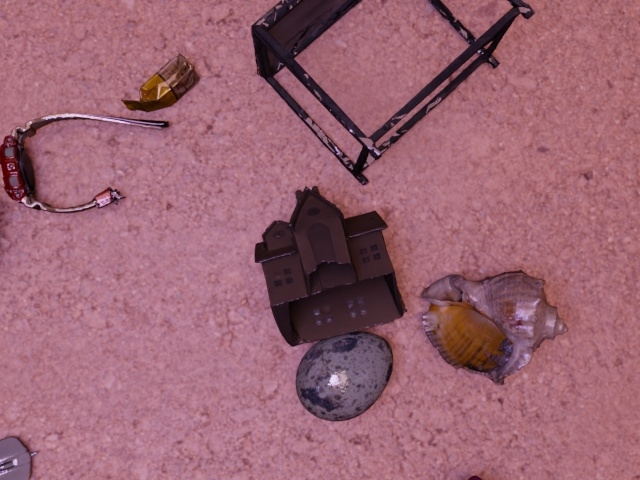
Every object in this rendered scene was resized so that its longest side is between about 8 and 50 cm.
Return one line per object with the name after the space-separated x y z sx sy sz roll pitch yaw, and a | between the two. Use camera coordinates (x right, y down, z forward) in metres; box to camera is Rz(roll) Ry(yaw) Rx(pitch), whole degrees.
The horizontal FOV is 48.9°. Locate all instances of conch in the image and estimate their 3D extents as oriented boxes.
0.272 0.131 1.139 0.245 0.163 0.178 14 65 28 | conch

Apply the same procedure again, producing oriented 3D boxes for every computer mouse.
-0.542 0.374 1.121 0.181 0.056 0.089 -19 90 -5 | computer mouse

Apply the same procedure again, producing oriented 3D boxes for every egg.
0.041 0.213 1.126 0.172 0.132 0.132 -31 86 -14 | egg

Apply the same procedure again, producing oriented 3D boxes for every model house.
0.000 0.000 1.107 0.211 0.204 0.243 -15 51 -2 | model house

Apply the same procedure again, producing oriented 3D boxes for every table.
0.106 -0.312 1.139 0.335 0.222 0.272 -42 86 -5 | table

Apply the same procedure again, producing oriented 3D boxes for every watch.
-0.388 -0.128 1.169 0.268 0.102 0.165 -1 91 -12 | watch

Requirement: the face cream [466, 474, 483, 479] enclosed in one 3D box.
0.220 0.491 1.083 0.194 0.175 0.175 -35 87 -7 | face cream

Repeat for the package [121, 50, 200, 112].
-0.268 -0.256 1.190 0.131 0.071 0.047 -42 91 -8 | package
